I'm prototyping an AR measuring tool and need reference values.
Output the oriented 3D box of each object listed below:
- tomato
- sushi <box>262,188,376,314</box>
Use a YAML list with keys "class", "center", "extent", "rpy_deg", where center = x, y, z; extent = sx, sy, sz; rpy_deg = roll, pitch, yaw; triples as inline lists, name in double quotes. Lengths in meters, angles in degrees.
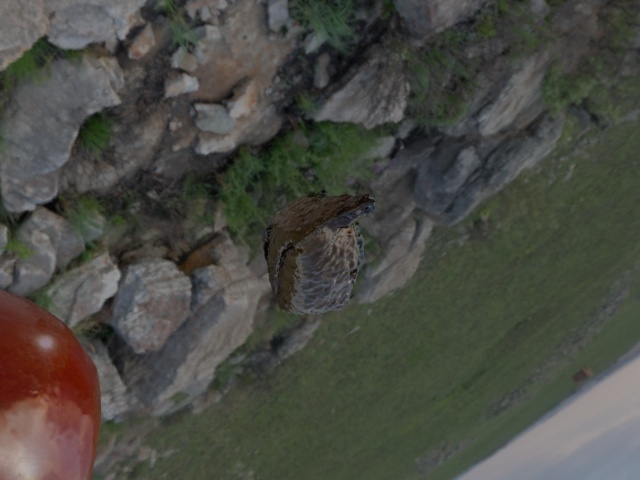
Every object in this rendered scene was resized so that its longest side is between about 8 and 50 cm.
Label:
- class: "tomato"
  center: [-0.353, 0.202, 0.570]
  extent: [0.325, 0.293, 0.290]
  rpy_deg: [-64, -166, 8]
- class: "sushi"
  center: [0.000, 0.001, 0.845]
  extent: [0.140, 0.149, 0.287]
  rpy_deg: [-16, 147, -17]
